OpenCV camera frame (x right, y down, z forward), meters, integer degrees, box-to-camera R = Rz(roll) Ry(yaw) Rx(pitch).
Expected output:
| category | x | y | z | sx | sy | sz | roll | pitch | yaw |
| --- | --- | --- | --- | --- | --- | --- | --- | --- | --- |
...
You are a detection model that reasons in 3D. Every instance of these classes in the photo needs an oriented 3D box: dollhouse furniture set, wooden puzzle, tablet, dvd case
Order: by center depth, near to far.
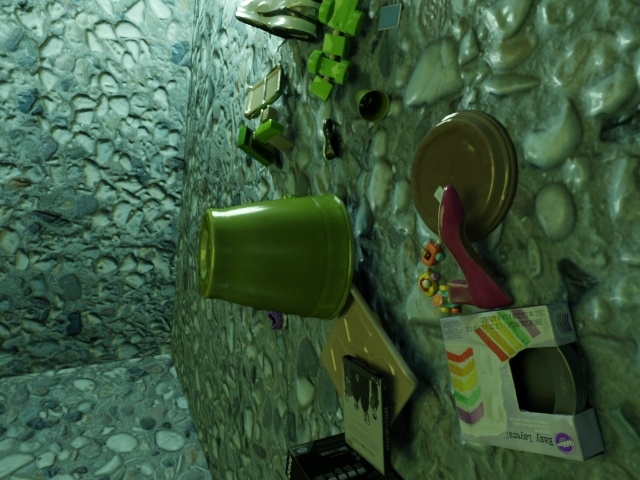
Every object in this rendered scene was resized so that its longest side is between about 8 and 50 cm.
| category | x | y | z | sx | sy | sz | roll | pitch | yaw |
| --- | --- | --- | --- | --- | --- | --- | --- | --- | --- |
| tablet | 0.172 | -0.555 | 1.158 | 0.083 | 0.006 | 0.054 | 29 | 117 | 55 |
| dvd case | 0.112 | 0.427 | 1.160 | 0.179 | 0.030 | 0.238 | 11 | 106 | 62 |
| wooden puzzle | 0.127 | 0.335 | 1.234 | 0.322 | 0.080 | 0.348 | 58 | 143 | 42 |
| dollhouse furniture set | -0.173 | -0.461 | 1.719 | 0.197 | 0.151 | 0.301 | -21 | 55 | 38 |

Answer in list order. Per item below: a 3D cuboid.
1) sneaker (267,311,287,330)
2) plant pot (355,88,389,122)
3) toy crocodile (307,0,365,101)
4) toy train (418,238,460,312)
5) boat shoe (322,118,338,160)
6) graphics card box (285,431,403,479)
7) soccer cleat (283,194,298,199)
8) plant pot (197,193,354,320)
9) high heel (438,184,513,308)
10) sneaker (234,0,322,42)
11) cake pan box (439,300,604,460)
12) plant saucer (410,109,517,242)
| category | x | y | z | sx | sy | sz | roll | pitch | yaw |
| --- | --- | --- | --- | --- | --- | --- | --- | --- | --- |
| sneaker | -0.170 | 0.253 | 1.750 | 0.068 | 0.071 | 0.170 | -35 | 61 | 56 |
| plant pot | 0.123 | -0.356 | 1.196 | 0.079 | 0.083 | 0.083 | -116 | 36 | -54 |
| toy crocodile | 0.050 | -0.551 | 1.289 | 0.115 | 0.105 | 0.340 | 23 | 119 | 12 |
| toy train | 0.255 | 0.081 | 1.014 | 0.166 | 0.046 | 0.125 | 56 | 138 | 43 |
| boat shoe | 0.031 | -0.304 | 1.390 | 0.042 | 0.049 | 0.133 | -12 | 73 | 32 |
| graphics card box | 0.092 | 0.636 | 1.150 | 0.371 | 0.233 | 0.094 | 31 | 119 | 55 |
| soccer cleat | -0.083 | -0.099 | 1.586 | 0.179 | 0.060 | 0.072 | 45 | 131 | 47 |
| plant pot | -0.146 | 0.042 | 1.285 | 0.366 | 0.353 | 0.366 | -178 | 90 | -67 |
| high heel | 0.293 | 0.013 | 0.881 | 0.117 | 0.082 | 0.244 | -3 | 97 | 32 |
| sneaker | -0.119 | -0.818 | 1.541 | 0.447 | 0.169 | 0.257 | 36 | 114 | 45 |
| cake pan box | 0.349 | 0.246 | 0.840 | 0.267 | 0.070 | 0.245 | -24 | 73 | 58 |
| plant saucer | 0.278 | -0.130 | 0.967 | 0.278 | 0.041 | 0.278 | 9 | 100 | 59 |
